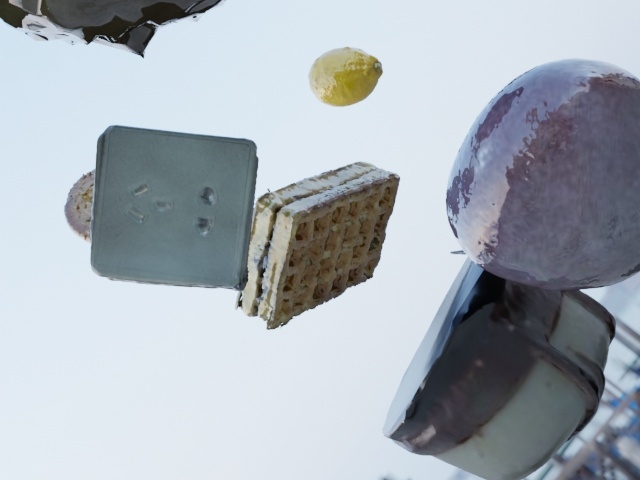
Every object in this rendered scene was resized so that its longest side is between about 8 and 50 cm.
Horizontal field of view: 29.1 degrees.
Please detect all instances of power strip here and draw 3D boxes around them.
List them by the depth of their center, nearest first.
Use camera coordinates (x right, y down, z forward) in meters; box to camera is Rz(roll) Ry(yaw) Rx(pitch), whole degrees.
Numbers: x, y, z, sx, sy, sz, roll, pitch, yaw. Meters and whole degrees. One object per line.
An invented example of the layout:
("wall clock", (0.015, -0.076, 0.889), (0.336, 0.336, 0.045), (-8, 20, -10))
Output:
("power strip", (-0.183, -0.039, 1.566), (0.064, 0.213, 0.198), (-8, -75, -79))

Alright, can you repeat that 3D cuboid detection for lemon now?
("lemon", (0.047, -0.309, 2.317), (0.155, 0.114, 0.114), (-8, 10, 28))

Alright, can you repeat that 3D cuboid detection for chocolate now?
("chocolate", (0.207, 0.135, 1.335), (0.283, 0.186, 0.283), (-64, -3, -5))

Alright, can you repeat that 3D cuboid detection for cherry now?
("cherry", (0.224, -0.052, 1.127), (0.266, 0.213, 0.183), (99, 168, -51))

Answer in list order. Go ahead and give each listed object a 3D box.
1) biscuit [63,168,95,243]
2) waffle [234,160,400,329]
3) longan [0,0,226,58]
("biscuit", (-0.354, -0.073, 2.288), (0.254, 0.254, 0.035), (-43, -34, -35))
("waffle", (-0.001, 0.000, 1.960), (0.308, 0.091, 0.213), (-23, -46, -51))
("longan", (-0.240, -0.385, 1.338), (0.391, 0.391, 0.391), (-48, -13, -15))
